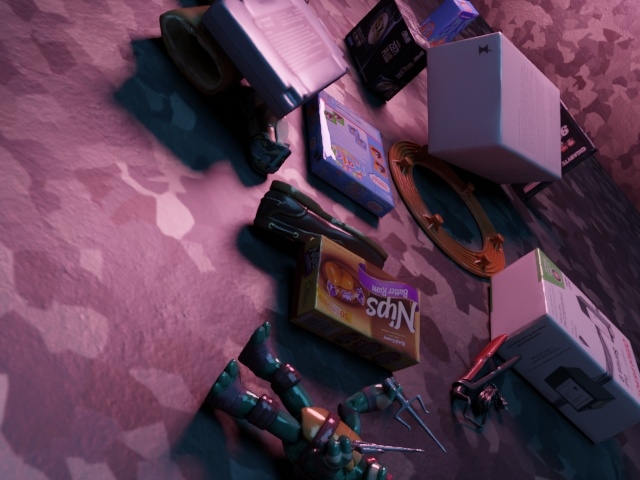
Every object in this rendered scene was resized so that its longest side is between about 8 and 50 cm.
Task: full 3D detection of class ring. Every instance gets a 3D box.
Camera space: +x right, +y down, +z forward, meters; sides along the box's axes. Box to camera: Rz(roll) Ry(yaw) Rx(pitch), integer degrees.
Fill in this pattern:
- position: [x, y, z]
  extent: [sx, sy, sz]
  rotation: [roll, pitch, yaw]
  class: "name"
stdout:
- position: [0.263, -0.072, 1.452]
  extent: [0.336, 0.032, 0.337]
  rotation: [35, 31, -25]
  class: "ring"

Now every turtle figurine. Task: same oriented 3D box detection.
- position: [0.008, 0.186, 0.713]
  extent: [0.234, 0.118, 0.175]
  rotation: [35, 14, 3]
  class: "turtle figurine"

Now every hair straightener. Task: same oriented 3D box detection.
- position: [0.261, 0.217, 1.096]
  extent: [0.089, 0.047, 0.230]
  rotation: [54, 29, 8]
  class: "hair straightener"

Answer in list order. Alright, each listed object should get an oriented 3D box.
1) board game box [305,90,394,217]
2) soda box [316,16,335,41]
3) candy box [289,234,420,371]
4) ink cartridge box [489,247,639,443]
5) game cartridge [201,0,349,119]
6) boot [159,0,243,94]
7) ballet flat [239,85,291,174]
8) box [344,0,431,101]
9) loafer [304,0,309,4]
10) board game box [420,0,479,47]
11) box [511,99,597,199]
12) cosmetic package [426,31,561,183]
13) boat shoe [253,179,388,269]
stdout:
- position: [0.048, -0.154, 1.238]
  extent: [0.160, 0.039, 0.212]
  rotation: [31, 33, -30]
  class: "board game box"
- position: [-0.050, -0.388, 1.354]
  extent: [0.063, 0.058, 0.183]
  rotation: [58, 29, 13]
  class: "soda box"
- position: [0.049, 0.084, 0.931]
  extent: [0.186, 0.053, 0.109]
  rotation: [30, 49, -30]
  class: "candy box"
- position: [0.443, 0.187, 1.306]
  extent: [0.289, 0.121, 0.211]
  rotation: [42, 30, -16]
  class: "ink cartridge box"
- position: [-0.062, -0.302, 1.097]
  extent: [0.198, 0.062, 0.297]
  rotation: [49, 28, -6]
  class: "game cartridge"
- position: [-0.167, -0.354, 1.124]
  extent: [0.236, 0.089, 0.269]
  rotation: [48, 30, -3]
  class: "boot"
- position: [-0.075, -0.176, 1.068]
  extent: [0.070, 0.070, 0.188]
  rotation: [23, 38, -39]
  class: "ballet flat"
- position: [0.149, -0.421, 1.576]
  extent: [0.077, 0.147, 0.180]
  rotation: [21, 41, -42]
  class: "box"
- position: [-0.059, -0.568, 1.545]
  extent: [0.062, 0.061, 0.170]
  rotation: [8, 50, -52]
  class: "loafer"
- position: [0.277, -0.505, 1.788]
  extent: [0.047, 0.210, 0.160]
  rotation: [55, 30, 6]
  class: "board game box"
- position: [0.567, -0.236, 1.869]
  extent: [0.051, 0.220, 0.175]
  rotation: [-2, 58, -58]
  class: "box"
- position: [0.397, -0.268, 1.605]
  extent: [0.453, 0.161, 0.230]
  rotation: [9, 80, -58]
  class: "cosmetic package"
- position: [0.000, 0.000, 0.974]
  extent: [0.207, 0.073, 0.073]
  rotation: [31, 74, -25]
  class: "boat shoe"
